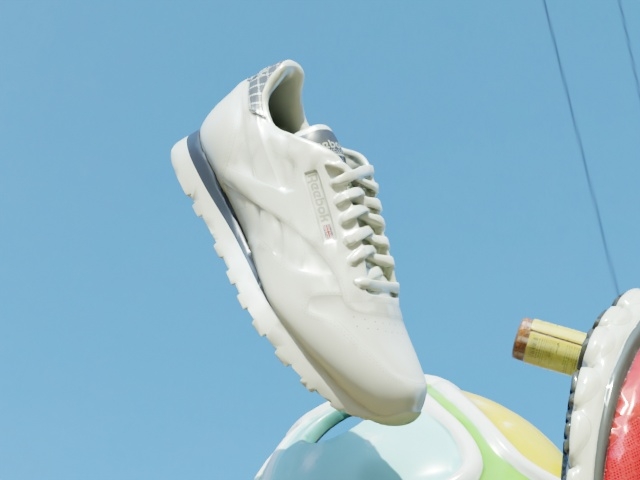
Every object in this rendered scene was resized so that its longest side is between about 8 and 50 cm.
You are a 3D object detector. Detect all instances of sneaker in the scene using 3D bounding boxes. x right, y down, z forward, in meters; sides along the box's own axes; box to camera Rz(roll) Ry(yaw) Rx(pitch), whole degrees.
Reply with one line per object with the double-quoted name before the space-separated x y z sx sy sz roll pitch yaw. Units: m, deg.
"sneaker" 0.000 0.000 0.783 0.095 0.235 0.090 -41 -24 16
"sneaker" 0.184 0.066 0.583 0.118 0.279 0.107 16 -48 27

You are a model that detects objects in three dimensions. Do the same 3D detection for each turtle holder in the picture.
"turtle holder" 0.085 0.196 0.869 0.243 0.227 0.320 25 -54 -35

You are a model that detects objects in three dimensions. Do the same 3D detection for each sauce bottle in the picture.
"sauce bottle" 0.231 0.102 1.161 0.128 0.042 0.042 18 -55 15
